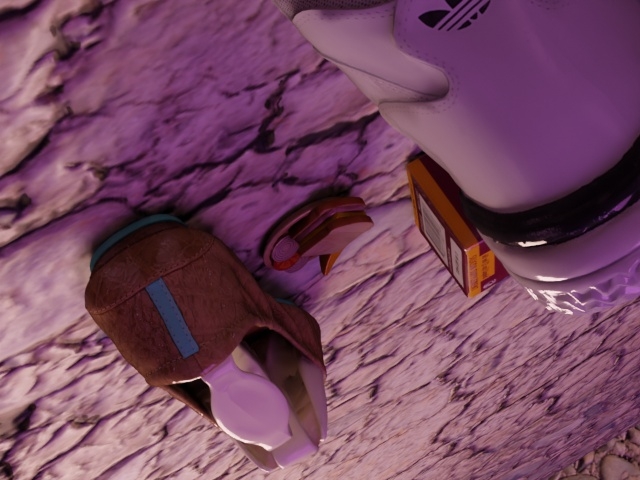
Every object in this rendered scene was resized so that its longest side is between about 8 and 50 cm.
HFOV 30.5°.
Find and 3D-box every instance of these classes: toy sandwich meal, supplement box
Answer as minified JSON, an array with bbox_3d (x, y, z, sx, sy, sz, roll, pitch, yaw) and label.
[{"bbox_3d":[0.000,0.000,0.808,0.085,0.029,0.085,-27,157,-13],"label":"toy sandwich meal"},{"bbox_3d":[0.163,-0.051,0.851,0.188,0.081,0.104,-31,157,-5],"label":"supplement box"}]

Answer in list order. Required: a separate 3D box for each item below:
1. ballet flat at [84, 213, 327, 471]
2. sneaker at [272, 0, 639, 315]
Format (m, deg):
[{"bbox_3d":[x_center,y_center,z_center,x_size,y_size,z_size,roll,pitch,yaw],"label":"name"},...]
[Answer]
[{"bbox_3d":[-0.051,0.090,0.802,0.116,0.124,0.342,-32,158,-1],"label":"ballet flat"},{"bbox_3d":[0.078,-0.116,0.554,0.137,0.210,0.366,-38,-169,14],"label":"sneaker"}]
